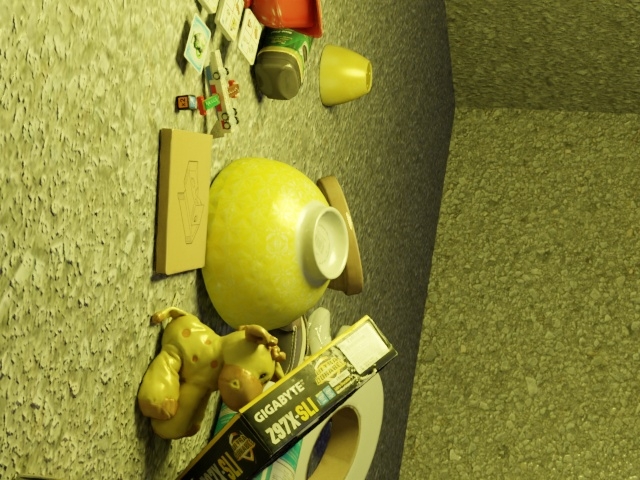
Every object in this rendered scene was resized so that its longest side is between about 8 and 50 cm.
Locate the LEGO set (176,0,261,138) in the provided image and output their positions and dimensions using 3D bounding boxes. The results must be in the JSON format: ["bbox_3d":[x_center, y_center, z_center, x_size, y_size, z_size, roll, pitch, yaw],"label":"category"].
[{"bbox_3d":[-0.165,-0.272,1.596,0.182,0.060,0.244,49,44,-54],"label":"LEGO set"}]

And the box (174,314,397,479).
[{"bbox_3d":[-0.060,0.261,1.530,0.257,0.079,0.322,-36,171,-37],"label":"box"}]

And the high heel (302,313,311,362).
[{"bbox_3d":[-0.063,0.149,1.957,0.261,0.093,0.186,-95,-176,-50],"label":"high heel"}]

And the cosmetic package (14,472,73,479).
[{"bbox_3d":[-0.235,0.361,1.233,0.296,0.153,0.129,64,34,-66],"label":"cosmetic package"}]

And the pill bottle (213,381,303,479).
[{"bbox_3d":[-0.113,0.370,1.737,0.146,0.146,0.264,75,24,-53],"label":"pill bottle"}]

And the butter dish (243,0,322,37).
[{"bbox_3d":[-0.077,-0.404,1.738,0.160,0.118,0.160,37,-40,59],"label":"butter dish"}]

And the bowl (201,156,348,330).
[{"bbox_3d":[-0.049,0.005,1.718,0.289,0.156,0.289,6,84,-60],"label":"bowl"}]

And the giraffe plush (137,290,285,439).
[{"bbox_3d":[-0.140,0.182,1.516,0.181,0.170,0.210,32,63,-74],"label":"giraffe plush"}]

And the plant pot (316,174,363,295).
[{"bbox_3d":[0.000,0.000,2.081,0.237,0.109,0.237,166,-90,-85],"label":"plant pot"}]

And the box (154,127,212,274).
[{"bbox_3d":[-0.195,-0.057,1.541,0.164,0.021,0.201,-10,103,-76],"label":"box"}]

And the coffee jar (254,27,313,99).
[{"bbox_3d":[-0.060,-0.337,1.878,0.096,0.079,0.184,79,19,-52],"label":"coffee jar"}]

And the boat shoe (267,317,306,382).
[{"bbox_3d":[-0.083,0.114,1.896,0.092,0.102,0.285,33,58,-69],"label":"boat shoe"}]

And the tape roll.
[{"bbox_3d":[0.000,0.411,2.123,0.392,0.072,0.392,-34,132,-48],"label":"tape roll"}]

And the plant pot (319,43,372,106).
[{"bbox_3d":[0.059,-0.356,2.324,0.134,0.095,0.134,4,90,-77],"label":"plant pot"}]

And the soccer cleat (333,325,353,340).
[{"bbox_3d":[0.091,0.335,2.615,0.331,0.116,0.143,77,22,-49],"label":"soccer cleat"}]

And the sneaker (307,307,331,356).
[{"bbox_3d":[0.010,0.256,2.263,0.090,0.115,0.232,58,38,-67],"label":"sneaker"}]
